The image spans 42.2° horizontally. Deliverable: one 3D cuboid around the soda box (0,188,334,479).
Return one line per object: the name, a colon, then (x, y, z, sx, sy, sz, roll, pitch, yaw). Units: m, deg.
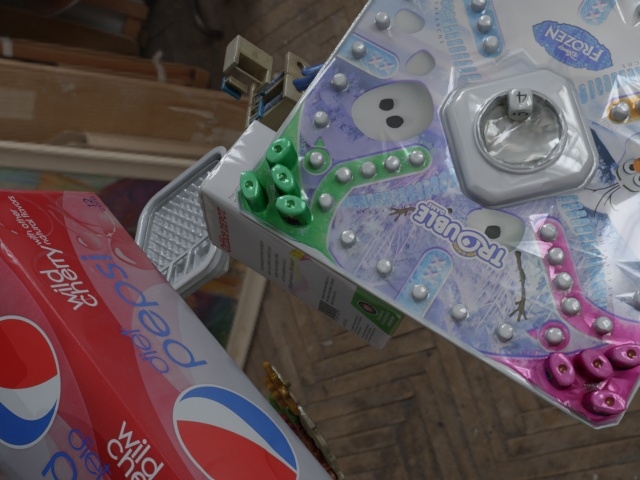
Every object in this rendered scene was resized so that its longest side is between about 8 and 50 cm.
soda box: (-0.088, 0.088, 0.394, 0.263, 0.092, 0.083, 46, 112, 22)

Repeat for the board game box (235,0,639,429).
board game box: (0.179, -0.099, 0.744, 0.389, 0.050, 0.390, 31, 79, 13)

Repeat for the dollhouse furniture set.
dollhouse furniture set: (-0.125, -0.308, 1.614, 0.129, 0.183, 0.129, -33, 41, 38)

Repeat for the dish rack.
dish rack: (-0.265, -0.004, 1.640, 0.285, 0.072, 0.333, -33, 39, 31)

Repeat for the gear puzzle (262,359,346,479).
gear puzzle: (-0.033, 0.288, 1.252, 0.175, 0.044, 0.339, 50, 167, 34)

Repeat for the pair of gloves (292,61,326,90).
pair of gloves: (0.050, -0.283, 1.439, 0.159, 0.198, 0.023, -19, 79, 34)

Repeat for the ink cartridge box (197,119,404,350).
ink cartridge box: (0.000, 0.000, 1.032, 0.278, 0.201, 0.117, 32, 72, 8)
